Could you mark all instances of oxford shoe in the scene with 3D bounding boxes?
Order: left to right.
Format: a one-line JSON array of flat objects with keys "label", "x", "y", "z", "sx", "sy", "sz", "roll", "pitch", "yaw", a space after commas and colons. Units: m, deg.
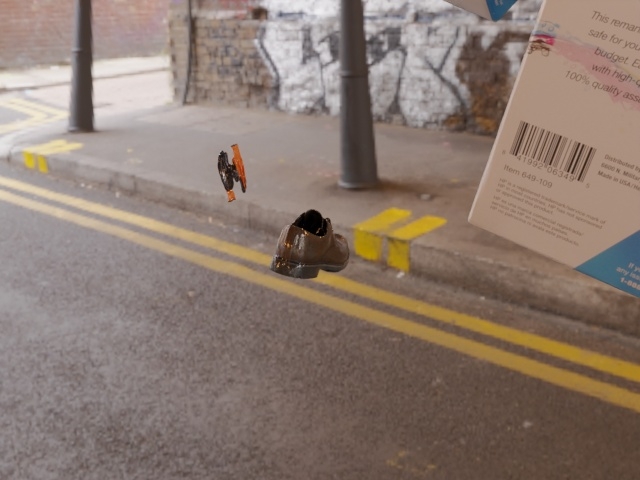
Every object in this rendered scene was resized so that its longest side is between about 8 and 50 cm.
[{"label": "oxford shoe", "x": 0.000, "y": 0.000, "z": 1.148, "sx": 0.083, "sy": 0.096, "sz": 0.227, "roll": 15, "pitch": 9, "yaw": 17}]

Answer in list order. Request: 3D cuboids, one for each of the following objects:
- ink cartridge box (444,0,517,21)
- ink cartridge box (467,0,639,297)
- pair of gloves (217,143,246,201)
[{"label": "ink cartridge box", "x": 0.181, "y": -0.322, "z": 0.666, "sx": 0.190, "sy": 0.139, "sz": 0.082, "roll": -47, "pitch": 50, "yaw": -6}, {"label": "ink cartridge box", "x": 0.276, "y": -0.121, "z": 0.573, "sx": 0.198, "sy": 0.270, "sz": 0.197, "roll": 27, "pitch": 33, "yaw": 22}, {"label": "pair of gloves", "x": -0.127, "y": -0.098, "z": 1.052, "sx": 0.010, "sy": 0.074, "sz": 0.083, "roll": -7, "pitch": 15, "yaw": 17}]
